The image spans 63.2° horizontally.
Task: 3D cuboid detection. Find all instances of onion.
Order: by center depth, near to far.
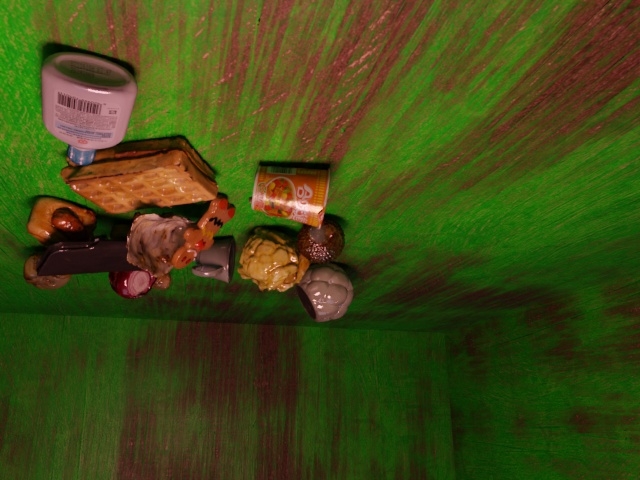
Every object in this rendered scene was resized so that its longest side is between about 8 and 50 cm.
[{"bbox_3d":[-0.670,0.097,1.812,0.135,0.173,0.198,3,120,27],"label":"onion"}]

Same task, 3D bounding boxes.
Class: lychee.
[{"bbox_3d":[0.000,0.000,1.675,0.171,0.171,0.171,0,161,0],"label":"lychee"}]

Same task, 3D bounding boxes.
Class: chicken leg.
[{"bbox_3d":[-0.952,0.085,1.910,0.429,0.153,0.201,-17,160,40],"label":"chicken leg"},{"bbox_3d":[-0.707,0.142,2.197,0.101,0.085,0.207,7,154,15],"label":"chicken leg"}]

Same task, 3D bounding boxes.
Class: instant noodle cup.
[{"bbox_3d":[-0.079,-0.120,1.337,0.184,0.169,0.168,9,160,-4],"label":"instant noodle cup"}]

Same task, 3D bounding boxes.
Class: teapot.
[{"bbox_3d":[-0.386,0.068,1.838,0.148,0.163,0.239,5,-156,-1],"label":"teapot"}]

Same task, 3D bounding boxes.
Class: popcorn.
[{"bbox_3d":[-0.162,0.077,1.758,0.249,0.225,0.249,30,-179,0],"label":"popcorn"}]

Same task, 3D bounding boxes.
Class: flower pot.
[{"bbox_3d":[0.020,0.209,2.147,0.195,0.246,0.246,-28,169,-19],"label":"flower pot"}]

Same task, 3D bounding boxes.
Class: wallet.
[{"bbox_3d":[-0.660,0.050,1.604,0.377,0.051,0.197,-3,154,-43],"label":"wallet"}]

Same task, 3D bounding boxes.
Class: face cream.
[{"bbox_3d":[-0.475,-0.248,1.056,0.162,0.080,0.336,8,159,-25],"label":"face cream"}]

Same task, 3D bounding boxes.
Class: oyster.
[{"bbox_3d":[-0.454,0.003,1.508,0.111,0.204,0.396,34,-177,11],"label":"oyster"}]

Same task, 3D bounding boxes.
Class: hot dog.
[{"bbox_3d":[-0.773,-0.032,1.598,0.153,0.151,0.257,12,160,-3],"label":"hot dog"}]

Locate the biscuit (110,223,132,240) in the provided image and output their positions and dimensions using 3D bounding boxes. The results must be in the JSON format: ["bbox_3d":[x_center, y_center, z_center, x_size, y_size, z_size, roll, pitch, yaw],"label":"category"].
[{"bbox_3d":[-0.600,0.001,1.809,0.343,0.057,0.287,-15,156,36],"label":"biscuit"}]

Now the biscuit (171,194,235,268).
[{"bbox_3d":[-0.344,-0.014,1.534,0.036,0.250,0.165,38,174,16],"label":"biscuit"}]

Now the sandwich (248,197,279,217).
[{"bbox_3d":[-0.152,-0.100,1.562,0.067,0.029,0.135,-6,162,34],"label":"sandwich"}]

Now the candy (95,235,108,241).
[{"bbox_3d":[-0.814,0.043,1.899,0.051,0.094,0.226,-9,175,-34],"label":"candy"}]

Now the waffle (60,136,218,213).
[{"bbox_3d":[-0.442,-0.158,1.301,0.327,0.098,0.224,-7,161,13],"label":"waffle"}]
